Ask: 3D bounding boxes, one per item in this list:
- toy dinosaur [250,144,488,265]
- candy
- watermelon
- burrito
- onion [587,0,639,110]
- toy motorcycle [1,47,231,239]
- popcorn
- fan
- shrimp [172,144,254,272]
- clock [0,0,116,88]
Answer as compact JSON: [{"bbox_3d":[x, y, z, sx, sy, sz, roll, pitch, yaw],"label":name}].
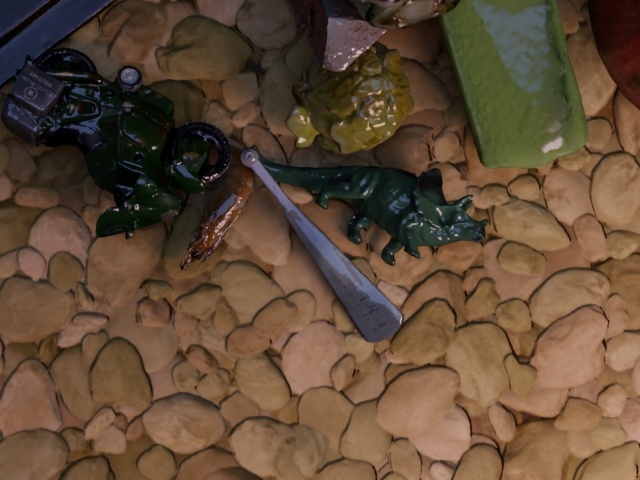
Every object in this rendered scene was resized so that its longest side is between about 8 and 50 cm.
[{"bbox_3d":[0.053,-0.037,1.898,0.292,0.079,0.120,6,75,11],"label":"toy dinosaur"},{"bbox_3d":[0.214,-0.250,1.865,0.142,0.132,0.343,-10,103,22],"label":"candy"},{"bbox_3d":[0.032,-0.279,1.866,0.154,0.241,0.094,8,126,-3],"label":"watermelon"},{"bbox_3d":[0.045,-0.330,1.805,0.144,0.089,0.229,-17,55,-32],"label":"burrito"},{"bbox_3d":[0.463,-0.295,1.853,0.354,0.353,0.353,0,81,-2],"label":"onion"},{"bbox_3d":[-0.255,-0.110,1.874,0.275,0.125,0.187,31,70,6],"label":"toy motorcycle"},{"bbox_3d":[0.037,-0.172,1.886,0.162,0.135,0.141,-3,99,-12],"label":"popcorn"},{"bbox_3d":[0.000,0.000,1.893,0.057,0.023,0.282,-36,94,15],"label":"fan"},{"bbox_3d":[-0.143,-0.043,1.905,0.095,0.045,0.162,29,83,3],"label":"shrimp"},{"bbox_3d":[-0.408,-0.336,1.936,0.273,0.049,0.279,-40,85,-8],"label":"clock"}]
